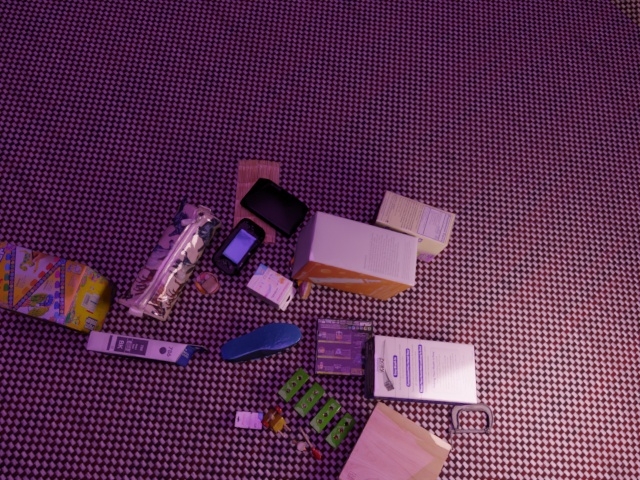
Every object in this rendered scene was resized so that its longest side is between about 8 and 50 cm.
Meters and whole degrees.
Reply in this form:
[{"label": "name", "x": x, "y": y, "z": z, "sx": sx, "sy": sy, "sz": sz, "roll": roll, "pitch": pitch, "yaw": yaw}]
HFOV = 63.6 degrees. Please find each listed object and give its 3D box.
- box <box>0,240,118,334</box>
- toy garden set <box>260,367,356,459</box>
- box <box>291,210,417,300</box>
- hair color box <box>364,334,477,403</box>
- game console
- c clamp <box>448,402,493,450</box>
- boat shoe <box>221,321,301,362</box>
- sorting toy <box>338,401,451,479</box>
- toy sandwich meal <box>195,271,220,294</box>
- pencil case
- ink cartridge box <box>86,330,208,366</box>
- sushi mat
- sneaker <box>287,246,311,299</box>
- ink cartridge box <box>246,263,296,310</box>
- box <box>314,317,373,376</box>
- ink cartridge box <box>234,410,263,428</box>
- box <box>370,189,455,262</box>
[{"label": "box", "x": -0.813, "y": 0.153, "z": 1.551, "sx": 0.278, "sy": 0.290, "sz": 0.177, "roll": 16, "pitch": 72, "yaw": 1}, {"label": "toy garden set", "x": -0.045, "y": 0.557, "z": 1.605, "sx": 0.244, "sy": 0.049, "sz": 0.204, "roll": 43, "pitch": 66, "yaw": 8}, {"label": "box", "x": 0.106, "y": 0.057, "z": 1.659, "sx": 0.344, "sy": 0.215, "sz": 0.169, "roll": 14, "pitch": 68, "yaw": -13}, {"label": "hair color box", "x": 0.313, "y": 0.414, "z": 1.632, "sx": 0.338, "sy": 0.110, "sz": 0.185, "roll": 8, "pitch": 67, "yaw": -12}, {"label": "game console", "x": -0.219, "y": -0.032, "z": 1.771, "sx": 0.213, "sy": 0.044, "sz": 0.361, "roll": 34, "pitch": 73, "yaw": 5}, {"label": "c clamp", "x": 0.483, "y": 0.592, "z": 1.659, "sx": 0.160, "sy": 0.022, "sz": 0.137, "roll": -5, "pitch": 67, "yaw": -5}, {"label": "boat shoe", "x": -0.188, "y": 0.326, "z": 1.657, "sx": 0.258, "sy": 0.089, "sz": 0.109, "roll": -10, "pitch": 60, "yaw": -2}, {"label": "sorting toy", "x": 0.220, "y": 0.672, "z": 1.573, "sx": 0.257, "sy": 0.089, "sz": 0.256, "roll": 30, "pitch": 72, "yaw": 6}, {"label": "toy sandwich meal", "x": -0.380, "y": 0.144, "z": 1.726, "sx": 0.085, "sy": 0.029, "sz": 0.086, "roll": 1, "pitch": 72, "yaw": -4}, {"label": "pencil case", "x": -0.480, "y": 0.068, "z": 1.663, "sx": 0.159, "sy": 0.183, "sz": 0.411, "roll": 27, "pitch": 73, "yaw": 4}, {"label": "ink cartridge box", "x": -0.519, "y": 0.337, "z": 1.581, "sx": 0.332, "sy": 0.165, "sz": 0.065, "roll": 7, "pitch": 71, "yaw": -1}, {"label": "sushi mat", "x": -0.227, "y": -0.141, "z": 1.837, "sx": 0.151, "sy": 0.019, "sz": 0.317, "roll": 3, "pitch": 72, "yaw": -5}, {"label": "sneaker", "x": -0.071, "y": 0.109, "z": 1.749, "sx": 0.083, "sy": 0.070, "sz": 0.186, "roll": 4, "pitch": 65, "yaw": 6}, {"label": "ink cartridge box", "x": -0.158, "y": 0.158, "z": 1.708, "sx": 0.143, "sy": 0.090, "sz": 0.092, "roll": 29, "pitch": 72, "yaw": 6}, {"label": "box", "x": 0.077, "y": 0.350, "z": 1.690, "sx": 0.190, "sy": 0.045, "sz": 0.184, "roll": 4, "pitch": 74, "yaw": -5}, {"label": "ink cartridge box", "x": -0.222, "y": 0.558, "z": 1.604, "sx": 0.083, "sy": 0.028, "sz": 0.048, "roll": 7, "pitch": 71, "yaw": -3}, {"label": "box", "x": 0.298, "y": -0.043, "z": 1.746, "sx": 0.242, "sy": 0.213, "sz": 0.118, "roll": 20, "pitch": 72, "yaw": 2}]
